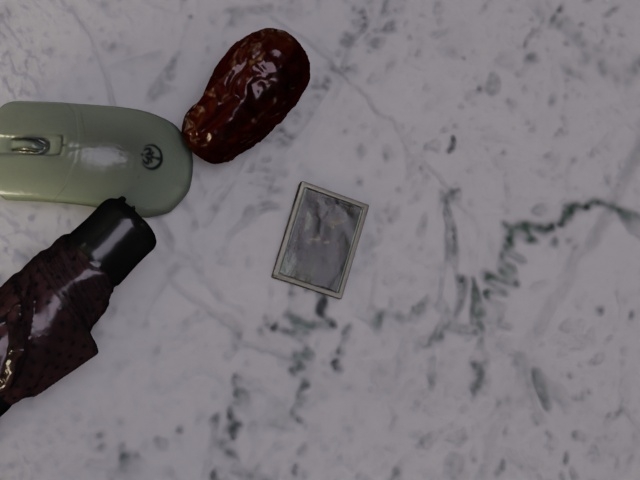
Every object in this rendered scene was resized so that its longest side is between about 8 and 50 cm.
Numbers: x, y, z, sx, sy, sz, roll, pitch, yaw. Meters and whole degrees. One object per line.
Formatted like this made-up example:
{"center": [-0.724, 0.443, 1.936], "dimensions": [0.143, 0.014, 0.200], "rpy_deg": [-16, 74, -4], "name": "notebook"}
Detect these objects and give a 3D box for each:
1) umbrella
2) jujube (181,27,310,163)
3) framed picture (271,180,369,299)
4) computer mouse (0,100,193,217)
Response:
{"center": [-0.247, 0.095, 0.839], "dimensions": [0.090, 0.094, 0.326], "rpy_deg": [36, 75, 33], "name": "umbrella"}
{"center": [-0.064, -0.121, 0.923], "dimensions": [0.077, 0.077, 0.129], "rpy_deg": [43, 78, -5], "name": "jujube"}
{"center": [0.000, 0.000, 0.957], "dimensions": [0.066, 0.007, 0.089], "rpy_deg": [20, 78, -12], "name": "framed picture"}
{"center": [-0.191, -0.070, 0.894], "dimensions": [0.182, 0.056, 0.089], "rpy_deg": [5, 77, -13], "name": "computer mouse"}
